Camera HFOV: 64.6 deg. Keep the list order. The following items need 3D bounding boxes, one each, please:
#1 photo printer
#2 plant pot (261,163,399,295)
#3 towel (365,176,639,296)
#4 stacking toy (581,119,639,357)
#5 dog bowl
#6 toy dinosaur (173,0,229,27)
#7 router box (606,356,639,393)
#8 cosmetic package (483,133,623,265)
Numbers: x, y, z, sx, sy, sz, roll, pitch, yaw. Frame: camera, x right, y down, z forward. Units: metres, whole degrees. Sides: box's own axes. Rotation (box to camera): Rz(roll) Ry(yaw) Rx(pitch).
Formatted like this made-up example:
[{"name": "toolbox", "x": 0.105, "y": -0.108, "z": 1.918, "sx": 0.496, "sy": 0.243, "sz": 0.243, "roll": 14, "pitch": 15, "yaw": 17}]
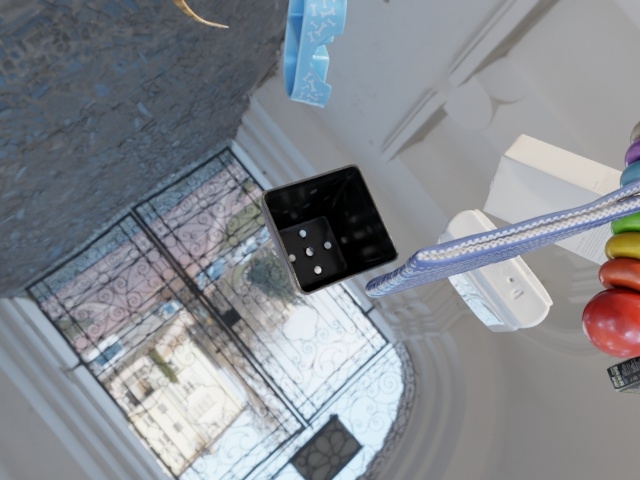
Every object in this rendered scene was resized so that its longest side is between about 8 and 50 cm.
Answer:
[{"name": "photo printer", "x": 0.355, "y": 0.078, "z": 1.101, "sx": 0.107, "sy": 0.256, "sz": 0.307, "roll": -35, "pitch": 167, "yaw": 2}, {"name": "plant pot", "x": 0.000, "y": 0.000, "z": 0.921, "sx": 0.187, "sy": 0.188, "sz": 0.167, "roll": -20, "pitch": 168, "yaw": -19}, {"name": "towel", "x": 0.183, "y": 0.008, "z": 0.585, "sx": 0.243, "sy": 0.040, "sz": 0.336, "roll": -16, "pitch": 171, "yaw": -5}, {"name": "stacking toy", "x": 0.435, "y": -0.003, "z": 0.672, "sx": 0.331, "sy": 0.141, "sz": 0.141, "roll": -62, "pitch": -177, "yaw": -9}, {"name": "dog bowl", "x": -0.020, "y": -0.397, "z": 0.984, "sx": 0.073, "sy": 0.166, "sz": 0.297, "roll": -4, "pitch": 144, "yaw": -14}, {"name": "toy dinosaur", "x": -0.218, "y": -0.361, "z": 0.700, "sx": 0.211, "sy": 0.112, "sz": 0.064, "roll": 71, "pitch": 37, "yaw": -68}, {"name": "router box", "x": 0.505, "y": 0.194, "z": 0.746, "sx": 0.092, "sy": 0.122, "sz": 0.038, "roll": -51, "pitch": -144, "yaw": 45}, {"name": "cosmetic package", "x": 0.645, "y": -0.108, "z": 1.331, "sx": 0.155, "sy": 0.365, "sz": 0.197, "roll": -40, "pitch": 150, "yaw": -36}]
